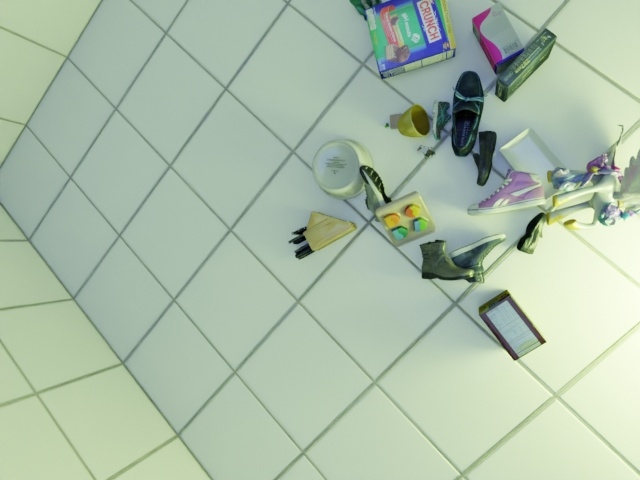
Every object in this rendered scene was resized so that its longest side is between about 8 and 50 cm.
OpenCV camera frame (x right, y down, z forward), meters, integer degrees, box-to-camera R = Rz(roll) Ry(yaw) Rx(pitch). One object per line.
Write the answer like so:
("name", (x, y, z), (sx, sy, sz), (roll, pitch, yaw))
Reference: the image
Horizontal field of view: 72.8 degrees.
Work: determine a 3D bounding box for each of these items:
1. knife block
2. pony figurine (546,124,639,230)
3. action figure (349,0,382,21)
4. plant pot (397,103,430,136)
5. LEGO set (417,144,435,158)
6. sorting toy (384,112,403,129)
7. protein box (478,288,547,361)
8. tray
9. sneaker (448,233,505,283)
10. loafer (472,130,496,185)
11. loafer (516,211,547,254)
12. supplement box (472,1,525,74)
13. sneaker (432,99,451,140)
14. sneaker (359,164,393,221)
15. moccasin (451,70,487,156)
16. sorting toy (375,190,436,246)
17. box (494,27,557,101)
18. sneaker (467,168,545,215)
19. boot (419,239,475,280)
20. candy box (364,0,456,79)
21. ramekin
("knife block", (0.000, 0.000, 1.956), (0.276, 0.088, 0.242), (18, 97, 19))
("pony figurine", (1.004, -0.193, 1.522), (0.364, 0.303, 0.351), (-6, 120, 17))
("action figure", (0.234, -0.993, 1.890), (0.137, 0.063, 0.232), (-28, 84, 14))
("plant pot", (0.378, -0.485, 1.809), (0.095, 0.134, 0.134), (-12, 85, 48))
("LEGO set", (0.450, -0.373, 1.831), (0.054, 0.023, 0.083), (-43, 63, 13))
("sorting toy", (0.317, -0.513, 1.881), (0.083, 0.012, 0.062), (-4, 93, 17))
("protein box", (0.714, 0.312, 1.635), (0.136, 0.200, 0.201), (-38, 78, 16))
("tray", (0.834, -0.293, 1.683), (0.145, 0.030, 0.270), (-37, 78, 17))
("sneaker", (0.645, 0.079, 1.714), (0.226, 0.086, 0.163), (-28, 72, 25))
("loafer", (0.646, -0.327, 1.732), (0.078, 0.076, 0.223), (10, 89, 25))
("loafer", (0.828, -0.027, 1.677), (0.061, 0.062, 0.170), (26, 103, -4))
("supplement box", (0.690, -0.783, 1.693), (0.111, 0.114, 0.220), (-26, 83, 19))
("sneaker", (0.500, -0.497, 1.790), (0.076, 0.065, 0.166), (2, 92, 16))
("sneaker", (0.223, -0.189, 1.829), (0.108, 0.100, 0.271), (-18, 112, 29))
("moccasin", (0.591, -0.509, 1.726), (0.138, 0.117, 0.342), (0, 90, 20))
("sorting toy", (0.355, -0.080, 1.800), (0.193, 0.038, 0.208), (-24, 119, 18))
("box", (0.763, -0.649, 1.629), (0.059, 0.183, 0.232), (46, 103, 14))
("sneaker", (0.705, -0.188, 1.688), (0.282, 0.102, 0.161), (-13, 89, 19))
("boot", (0.493, 0.076, 1.733), (0.246, 0.083, 0.161), (-2, 91, 52))
("candy box", (0.369, -0.850, 1.781), (0.317, 0.122, 0.268), (-13, 93, 14))
("ramekin", (0.087, -0.318, 1.903), (0.273, 0.127, 0.272), (0, 90, 20))
